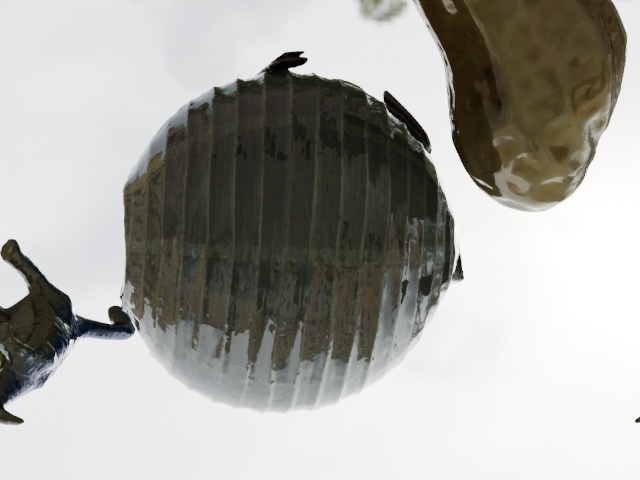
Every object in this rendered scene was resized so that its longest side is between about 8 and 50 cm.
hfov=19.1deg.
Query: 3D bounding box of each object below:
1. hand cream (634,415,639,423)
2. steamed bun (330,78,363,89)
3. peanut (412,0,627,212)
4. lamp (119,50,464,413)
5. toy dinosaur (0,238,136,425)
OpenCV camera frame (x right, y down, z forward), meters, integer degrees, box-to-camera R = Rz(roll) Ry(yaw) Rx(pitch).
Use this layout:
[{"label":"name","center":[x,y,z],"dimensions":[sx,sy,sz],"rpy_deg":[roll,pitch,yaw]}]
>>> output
[{"label":"hand cream","center":[0.342,0.127,1.420],"dimensions":[0.085,0.058,0.331],"rpy_deg":[5,178,34]},{"label":"steamed bun","center":[0.000,0.000,1.818],"dimensions":[0.137,0.295,0.292],"rpy_deg":[30,-173,23]},{"label":"peanut","center":[0.120,-0.148,1.186],"dimensions":[0.125,0.274,0.111],"rpy_deg":[-12,-157,17]},{"label":"lamp","center":[-0.018,0.004,1.263],"dimensions":[0.233,0.265,0.233],"rpy_deg":[5,-125,-7]},{"label":"toy dinosaur","center":[-0.228,0.107,1.671],"dimensions":[0.188,0.075,0.247],"rpy_deg":[38,-155,-33]}]
